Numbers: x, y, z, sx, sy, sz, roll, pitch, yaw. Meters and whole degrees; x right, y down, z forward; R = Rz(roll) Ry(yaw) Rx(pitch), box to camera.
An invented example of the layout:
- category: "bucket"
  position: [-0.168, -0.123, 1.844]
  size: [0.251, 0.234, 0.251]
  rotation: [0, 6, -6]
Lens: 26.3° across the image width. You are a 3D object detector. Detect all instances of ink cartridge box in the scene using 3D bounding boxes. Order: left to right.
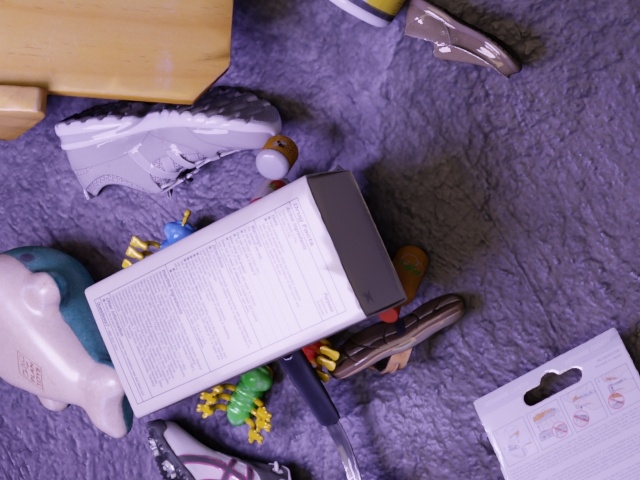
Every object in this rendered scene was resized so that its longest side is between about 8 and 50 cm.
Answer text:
- category: "ink cartridge box"
  position: [0.296, 0.240, 1.474]
  size: [0.189, 0.066, 0.232]
  rotation: [-31, 60, 18]

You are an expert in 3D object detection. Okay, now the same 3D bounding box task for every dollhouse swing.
- category: "dollhouse swing"
  position: [-0.285, -0.294, 1.568]
  size: [0.305, 0.315, 0.346]
  rotation: [4, 85, -22]

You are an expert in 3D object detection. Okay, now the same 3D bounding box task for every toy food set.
- category: "toy food set"
  position: [0.000, 0.000, 1.515]
  size: [0.232, 0.104, 0.111]
  rotation: [43, 130, -13]

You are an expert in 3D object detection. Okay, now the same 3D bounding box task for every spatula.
- category: "spatula"
  position: [0.021, 0.230, 1.562]
  size: [0.084, 0.030, 0.296]
  rotation: [-22, 107, 20]

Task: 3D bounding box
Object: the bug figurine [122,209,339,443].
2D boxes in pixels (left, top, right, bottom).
- category: "bug figurine"
  position: [-0.112, 0.103, 1.610]
  size: [0.279, 0.072, 0.216]
  rotation: [30, 112, 7]

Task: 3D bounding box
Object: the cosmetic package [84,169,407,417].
- category: "cosmetic package"
  position: [-0.084, 0.059, 1.462]
  size: [0.309, 0.113, 0.160]
  rotation: [-25, 85, 27]

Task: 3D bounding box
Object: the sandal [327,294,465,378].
- category: "sandal"
  position: [0.089, 0.120, 1.557]
  size: [0.180, 0.072, 0.049]
  rotation: [-27, 110, 15]

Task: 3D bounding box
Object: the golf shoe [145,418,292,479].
- category: "golf shoe"
  position: [-0.101, 0.301, 1.629]
  size: [0.120, 0.105, 0.273]
  rotation: [-35, 62, -24]

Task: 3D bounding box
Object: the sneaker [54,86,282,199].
- category: "sneaker"
  position: [-0.169, -0.108, 1.601]
  size: [0.281, 0.105, 0.115]
  rotation: [-3, 111, 25]

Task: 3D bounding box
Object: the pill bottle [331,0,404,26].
- category: "pill bottle"
  position: [0.076, -0.331, 1.475]
  size: [0.103, 0.103, 0.184]
  rotation: [35, 106, 11]

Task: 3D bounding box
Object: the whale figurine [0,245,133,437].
- category: "whale figurine"
  position: [-0.294, 0.112, 1.611]
  size: [0.272, 0.141, 0.216]
  rotation: [33, 137, 31]

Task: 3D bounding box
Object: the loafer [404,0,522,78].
- category: "loafer"
  position: [0.153, -0.214, 1.494]
  size: [0.148, 0.056, 0.050]
  rotation: [36, 107, 21]
